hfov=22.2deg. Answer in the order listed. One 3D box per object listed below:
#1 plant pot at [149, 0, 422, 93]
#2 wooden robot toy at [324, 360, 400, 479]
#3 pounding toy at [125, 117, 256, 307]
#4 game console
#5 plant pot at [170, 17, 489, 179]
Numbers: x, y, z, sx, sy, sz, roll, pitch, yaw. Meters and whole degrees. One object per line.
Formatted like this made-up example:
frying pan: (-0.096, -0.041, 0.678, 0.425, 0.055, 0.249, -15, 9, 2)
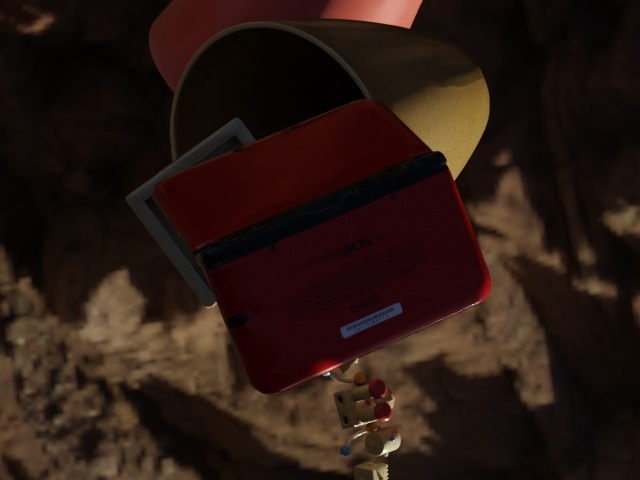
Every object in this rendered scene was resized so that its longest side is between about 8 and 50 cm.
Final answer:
plant pot: (-0.022, -0.256, 1.865, 0.275, 0.243, 0.275, 28, 29, -17)
wooden robot toy: (0.063, 0.188, 1.811, 0.079, 0.076, 0.173, -10, 85, -48)
pounding toy: (-0.063, -0.025, 1.329, 0.130, 0.141, 0.100, 54, -3, -6)
game console: (0.000, 0.000, 0.889, 0.124, 0.144, 0.085, 68, -13, -7)
plant pot: (0.037, -0.103, 1.456, 0.254, 0.237, 0.237, -27, 107, -48)
